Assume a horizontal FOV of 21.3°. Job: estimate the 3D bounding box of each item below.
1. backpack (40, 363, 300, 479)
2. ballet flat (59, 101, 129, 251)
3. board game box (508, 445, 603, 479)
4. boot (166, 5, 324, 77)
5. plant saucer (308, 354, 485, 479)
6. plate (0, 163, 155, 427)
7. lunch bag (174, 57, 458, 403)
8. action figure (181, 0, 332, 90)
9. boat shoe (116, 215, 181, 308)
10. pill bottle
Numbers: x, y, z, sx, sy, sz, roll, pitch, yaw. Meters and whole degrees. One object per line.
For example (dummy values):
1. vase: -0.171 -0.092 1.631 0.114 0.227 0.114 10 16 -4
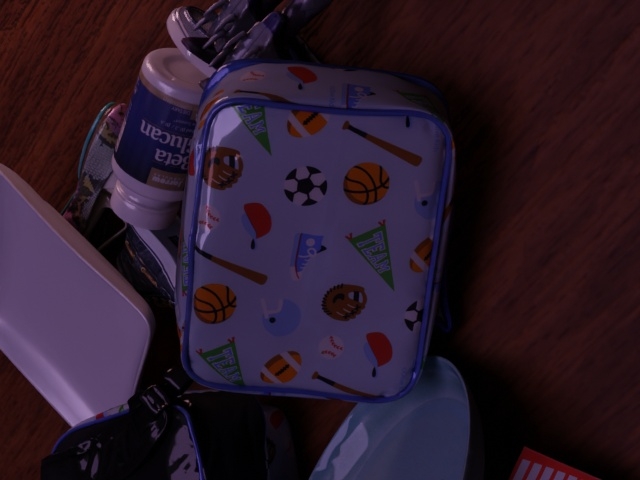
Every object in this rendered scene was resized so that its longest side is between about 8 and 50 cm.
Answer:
1. backpack: -0.150 0.270 1.688 0.263 0.213 0.277 -12 80 40
2. ballet flat: -0.226 -0.050 1.810 0.079 0.077 0.221 40 131 11
3. board game box: 0.191 0.283 1.376 0.146 0.045 0.193 20 78 32
4. boot: -0.065 -0.182 1.627 0.190 0.069 0.086 46 119 21
5. plant saucer: 0.053 0.252 1.484 0.317 0.043 0.318 -51 22 30
6. plate: -0.275 0.078 1.842 0.278 0.045 0.277 42 143 22
7. lunch bag: 0.000 0.000 1.477 0.115 0.243 0.303 -99 14 -63
8. action figure: -0.001 -0.244 1.489 0.285 0.099 0.185 -48 51 18
9. boat shoe: -0.145 0.047 1.749 0.183 0.065 0.083 52 133 32
10. pill bottle: -0.154 -0.098 1.703 0.094 0.094 0.169 42 125 32
